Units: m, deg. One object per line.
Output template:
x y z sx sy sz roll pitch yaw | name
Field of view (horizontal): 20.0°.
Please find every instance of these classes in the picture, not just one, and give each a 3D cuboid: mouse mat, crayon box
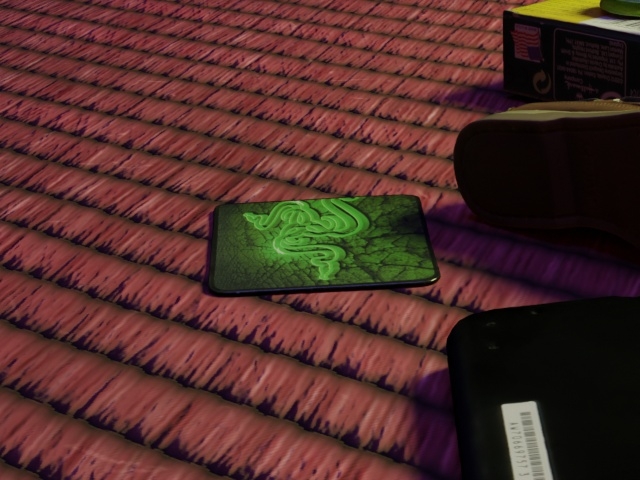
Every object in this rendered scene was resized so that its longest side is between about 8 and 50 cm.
0.000 0.000 1.255 0.152 0.007 0.190 -3 18 -1 | mouse mat
0.343 -0.181 1.618 0.318 0.081 0.202 -18 24 -36 | crayon box

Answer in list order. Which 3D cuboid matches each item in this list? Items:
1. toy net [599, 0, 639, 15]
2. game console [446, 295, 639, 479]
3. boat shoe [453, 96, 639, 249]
0.322 -0.194 1.477 0.122 0.045 0.232 -6 22 -16 | toy net
0.238 0.106 0.858 0.342 0.060 0.386 -7 18 3 | game console
0.230 -0.050 1.206 0.104 0.111 0.307 -19 25 -37 | boat shoe
